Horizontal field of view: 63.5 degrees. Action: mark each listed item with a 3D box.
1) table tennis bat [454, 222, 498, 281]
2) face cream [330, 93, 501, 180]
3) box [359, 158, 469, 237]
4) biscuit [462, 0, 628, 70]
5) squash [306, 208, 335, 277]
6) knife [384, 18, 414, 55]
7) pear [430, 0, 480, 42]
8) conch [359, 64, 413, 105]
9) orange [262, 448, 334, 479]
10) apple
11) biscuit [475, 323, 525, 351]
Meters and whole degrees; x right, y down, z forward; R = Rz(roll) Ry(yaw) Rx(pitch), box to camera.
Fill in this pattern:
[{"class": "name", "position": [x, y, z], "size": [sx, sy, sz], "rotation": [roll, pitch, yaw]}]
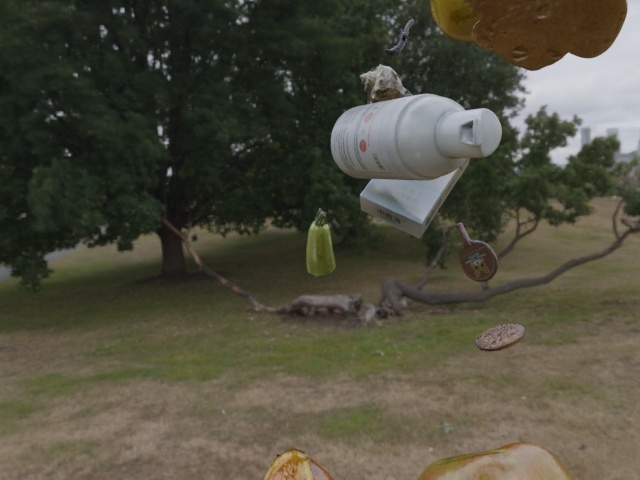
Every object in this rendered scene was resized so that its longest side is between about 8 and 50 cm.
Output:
[{"class": "table tennis bat", "position": [0.442, 0.022, 1.418], "size": [0.119, 0.169, 0.107], "rotation": [-14, -15, -45]}, {"class": "face cream", "position": [0.165, -0.170, 0.872], "size": [0.145, 0.145, 0.370], "rotation": [-8, 12, -27]}, {"class": "box", "position": [0.215, -0.140, 1.153], "size": [0.155, 0.243, 0.067], "rotation": [28, -23, 19]}, {"class": "biscuit", "position": [0.498, -0.534, 1.187], "size": [0.376, 0.269, 0.051], "rotation": [21, 39, 7]}, {"class": "squash", "position": [0.000, 0.000, 1.535], "size": [0.094, 0.224, 0.094], "rotation": [-1, 40, 1]}, {"class": "knife", "position": [0.267, -0.651, 1.664], "size": [0.021, 0.045, 0.222], "rotation": [-29, 22, 54]}, {"class": "pear", "position": [0.463, -0.724, 1.482], "size": [0.315, 0.314, 0.314], "rotation": [-5, 5, 0]}, {"class": "conch", "position": [0.194, -0.404, 1.425], "size": [0.207, 0.130, 0.155], "rotation": [23, 37, -17]}, {"class": "orange", "position": [-0.057, 0.675, 1.263], "size": [0.310, 0.274, 0.274], "rotation": [32, 27, 32]}, {"class": "apple", "position": [0.338, 0.557, 0.974], "size": [0.340, 0.339, 0.339], "rotation": [-5, 5, 0]}, {"class": "biscuit", "position": [0.677, 0.362, 1.950], "size": [0.188, 0.027, 0.188], "rotation": [-23, 7, 3]}]
